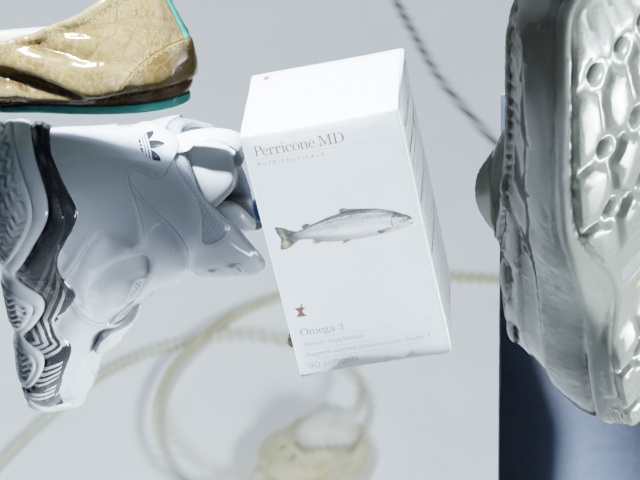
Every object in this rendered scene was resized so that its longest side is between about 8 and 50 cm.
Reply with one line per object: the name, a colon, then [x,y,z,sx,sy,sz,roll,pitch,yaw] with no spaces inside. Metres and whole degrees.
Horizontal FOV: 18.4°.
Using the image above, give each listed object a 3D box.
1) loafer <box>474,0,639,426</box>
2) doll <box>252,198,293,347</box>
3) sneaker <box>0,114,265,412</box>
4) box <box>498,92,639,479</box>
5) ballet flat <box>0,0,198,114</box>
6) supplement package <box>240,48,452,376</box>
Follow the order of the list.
loafer: [0.125,-0.025,1.012,0.111,0.319,0.112,29,59,32]
doll: [0.000,0.000,1.616,0.129,0.189,0.046,3,31,20]
sneaker: [-0.157,0.023,1.634,0.210,0.366,0.137,-8,57,-7]
box: [0.285,0.052,1.464,0.312,0.179,0.343,-12,104,-51]
ballet flat: [-0.255,-0.137,1.410,0.342,0.116,0.124,-7,101,17]
supplement package: [0.020,-0.018,1.285,0.105,0.179,0.105,-10,26,9]
